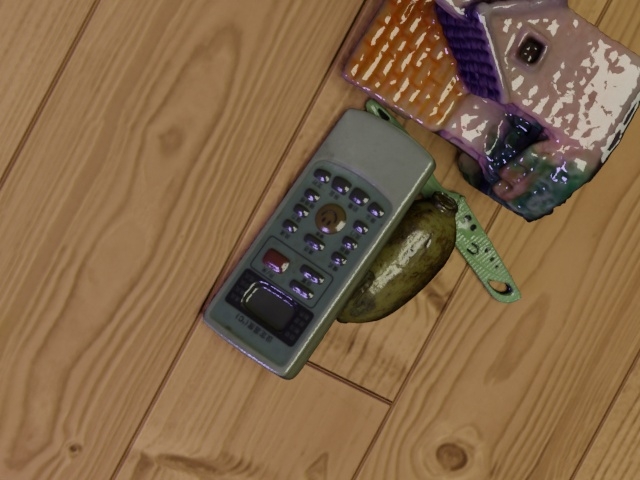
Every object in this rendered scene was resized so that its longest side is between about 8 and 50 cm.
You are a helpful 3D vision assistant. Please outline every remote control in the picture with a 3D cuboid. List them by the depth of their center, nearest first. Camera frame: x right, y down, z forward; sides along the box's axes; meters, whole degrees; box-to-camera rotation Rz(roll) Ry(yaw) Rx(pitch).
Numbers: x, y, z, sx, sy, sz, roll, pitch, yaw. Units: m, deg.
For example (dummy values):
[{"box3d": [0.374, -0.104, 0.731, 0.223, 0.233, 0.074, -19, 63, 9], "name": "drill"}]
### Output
[{"box3d": [0.000, 0.000, 1.628, 0.123, 0.038, 0.285, 35, 89, 21], "name": "remote control"}]

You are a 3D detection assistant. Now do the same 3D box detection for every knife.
[{"box3d": [0.137, -0.041, 1.708, 0.043, 0.020, 0.293, -39, 110, -9], "name": "knife"}]

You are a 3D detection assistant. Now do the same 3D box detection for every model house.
[{"box3d": [0.166, -0.169, 1.585, 0.237, 0.237, 0.202, 33, 96, -16], "name": "model house"}]

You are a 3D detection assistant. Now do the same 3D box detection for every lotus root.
[{"box3d": [0.083, 0.023, 1.666, 0.080, 0.089, 0.179, 41, 93, 0], "name": "lotus root"}]
